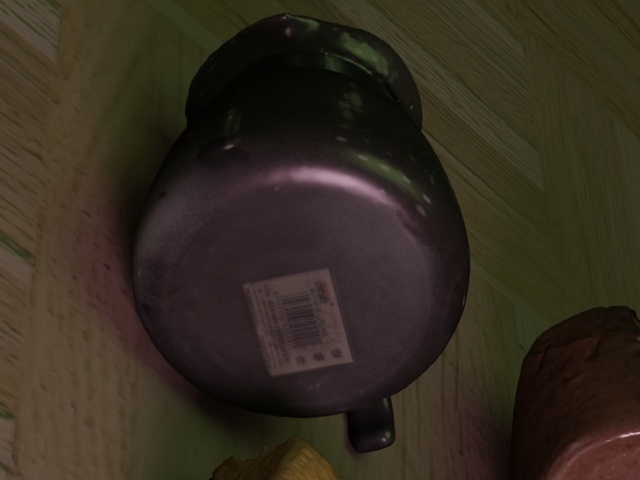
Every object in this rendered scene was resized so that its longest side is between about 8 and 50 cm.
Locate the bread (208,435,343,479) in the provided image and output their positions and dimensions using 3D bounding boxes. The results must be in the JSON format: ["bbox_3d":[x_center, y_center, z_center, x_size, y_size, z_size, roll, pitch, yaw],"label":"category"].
[{"bbox_3d":[0.007,0.273,1.097,0.274,0.114,0.185,56,24,-8],"label":"bread"}]

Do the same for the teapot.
[{"bbox_3d":[0.014,-0.016,1.293,0.305,0.223,0.285,42,25,-24],"label":"teapot"}]

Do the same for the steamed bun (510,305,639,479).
[{"bbox_3d":[0.254,0.223,1.476,0.301,0.199,0.251,55,9,-25],"label":"steamed bun"}]
